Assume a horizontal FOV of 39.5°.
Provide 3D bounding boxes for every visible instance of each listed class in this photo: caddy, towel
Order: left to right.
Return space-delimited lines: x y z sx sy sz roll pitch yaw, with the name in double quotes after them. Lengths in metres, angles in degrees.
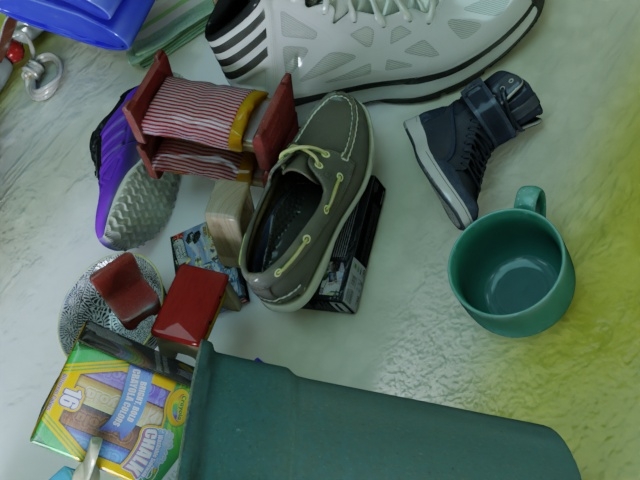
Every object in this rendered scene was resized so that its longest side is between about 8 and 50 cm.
-0.408 -0.446 1.406 0.341 0.241 0.179 19 81 6 "caddy"
-0.266 -0.461 1.534 0.248 0.038 0.325 -32 55 8 "towel"

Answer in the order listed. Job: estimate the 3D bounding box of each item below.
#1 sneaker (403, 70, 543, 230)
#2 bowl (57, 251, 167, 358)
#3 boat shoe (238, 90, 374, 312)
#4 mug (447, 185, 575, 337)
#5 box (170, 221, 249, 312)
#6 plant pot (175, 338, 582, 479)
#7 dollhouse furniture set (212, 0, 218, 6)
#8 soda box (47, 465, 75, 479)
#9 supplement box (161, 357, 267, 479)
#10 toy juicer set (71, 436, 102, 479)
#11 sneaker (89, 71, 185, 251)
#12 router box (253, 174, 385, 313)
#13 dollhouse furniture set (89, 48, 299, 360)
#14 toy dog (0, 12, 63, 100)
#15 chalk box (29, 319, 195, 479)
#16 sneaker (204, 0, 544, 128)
0.197 -0.117 1.068 0.163 0.086 0.226 -26 36 11 "sneaker"
-0.265 0.108 1.214 0.170 0.080 0.170 -11 61 21 "bowl"
-0.015 -0.064 1.110 0.109 0.091 0.305 11 69 27 "boat shoe"
0.227 0.033 0.994 0.158 0.097 0.129 -43 54 0 "mug"
-0.154 0.038 1.226 0.094 0.027 0.137 -22 57 13 "box"
0.038 0.274 0.794 0.334 0.341 0.341 6 64 -5 "plant pot"
-0.050 -0.564 1.354 0.355 0.174 0.303 -20 85 -3 "dollhouse furniture set"
-0.369 0.386 1.131 0.210 0.067 0.071 -42 54 1 "soda box"
-0.081 0.264 1.022 0.114 0.111 0.220 33 82 35 "supplement box"
-0.208 0.362 0.981 0.089 0.209 0.329 -10 88 -23 "toy juicer set"
-0.291 -0.113 1.337 0.146 0.102 0.293 -2 60 30 "sneaker"
0.000 0.000 1.157 0.133 0.046 0.179 4 67 29 "router box"
-0.175 -0.050 1.139 0.201 0.152 0.374 11 57 14 "dollhouse furniture set"
-0.548 -0.416 1.576 0.220 0.161 0.334 1 66 27 "toy dog"
-0.217 0.206 1.074 0.132 0.213 0.132 -63 12 0 "chalk box"
0.055 -0.302 1.155 0.447 0.257 0.169 -18 58 17 "sneaker"
